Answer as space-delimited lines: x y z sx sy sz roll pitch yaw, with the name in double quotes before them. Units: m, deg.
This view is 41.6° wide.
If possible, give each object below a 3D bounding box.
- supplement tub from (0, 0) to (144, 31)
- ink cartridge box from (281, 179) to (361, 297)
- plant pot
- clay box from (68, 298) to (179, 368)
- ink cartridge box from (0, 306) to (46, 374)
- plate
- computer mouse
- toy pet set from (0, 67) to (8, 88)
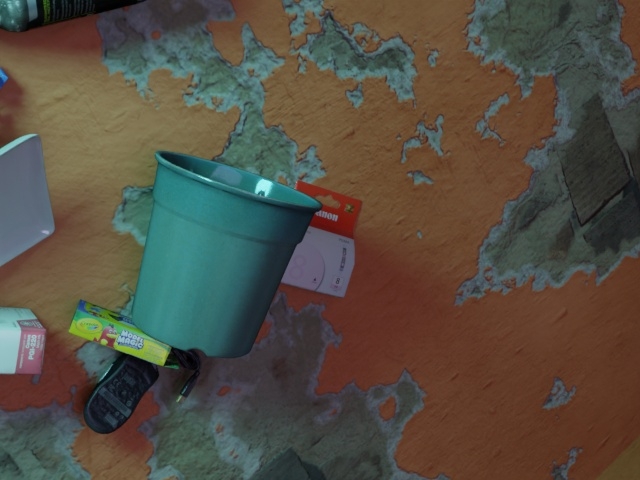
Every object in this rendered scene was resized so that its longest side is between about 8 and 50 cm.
"supplement tub" -0.468 -0.487 1.468 0.338 0.207 0.207 -23 110 -26
"ink cartridge box" 0.000 0.000 1.923 0.189 0.066 0.232 16 95 -31
"plant pot" -0.210 0.032 1.665 0.341 0.341 0.334 14 100 -32
"clay box" -0.378 0.185 1.657 0.222 0.127 0.053 22 90 -15
"ink cartridge box" -0.627 0.177 1.526 0.218 0.159 0.092 5 98 -31
"plate" -0.602 -0.039 1.470 0.278 0.045 0.277 -39 158 -32
"computer mouse" -0.371 0.305 1.762 0.184 0.060 0.262 43 65 -25
"toy pet set" -0.628 -0.273 1.514 0.122 0.065 0.114 31 118 -28
